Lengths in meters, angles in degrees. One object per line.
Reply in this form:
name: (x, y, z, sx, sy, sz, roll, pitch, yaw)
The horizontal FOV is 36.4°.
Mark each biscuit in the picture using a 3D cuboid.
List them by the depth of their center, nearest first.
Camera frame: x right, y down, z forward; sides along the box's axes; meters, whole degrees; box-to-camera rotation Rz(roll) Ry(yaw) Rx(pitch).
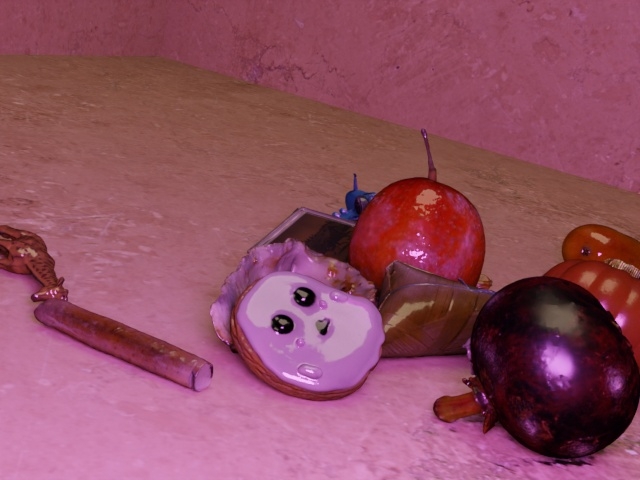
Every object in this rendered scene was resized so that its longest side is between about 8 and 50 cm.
biscuit: (-0.016, 0.120, 1.290, 0.208, 0.049, 0.181, 24, 50, -3)

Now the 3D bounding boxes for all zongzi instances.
zongzi: (0.184, 0.137, 1.446, 0.228, 0.114, 0.256, 16, 23, 8)

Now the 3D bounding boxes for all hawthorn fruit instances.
hawthorn fruit: (0.174, 0.004, 1.659, 0.235, 0.263, 0.231, 35, 29, 6)

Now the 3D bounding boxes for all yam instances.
yam: (-0.258, 0.130, 1.259, 0.264, 0.046, 0.046, 20, 18, 21)

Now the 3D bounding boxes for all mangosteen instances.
mangosteen: (0.266, 0.174, 1.241, 0.262, 0.235, 0.235, -26, 14, 8)

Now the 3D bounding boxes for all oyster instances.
oyster: (-0.022, 0.089, 1.457, 0.204, 0.110, 0.396, 20, 22, 10)

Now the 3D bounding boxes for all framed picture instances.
framed picture: (0.000, 0.000, 1.866, 0.197, 0.014, 0.252, 16, 26, 16)

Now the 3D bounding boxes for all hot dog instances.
hot dog: (0.262, 0.078, 1.831, 0.122, 0.036, 0.049, 9, 27, 9)

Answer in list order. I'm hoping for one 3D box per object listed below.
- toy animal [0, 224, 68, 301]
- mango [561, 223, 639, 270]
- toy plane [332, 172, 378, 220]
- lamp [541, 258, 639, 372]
toy animal: (-0.449, 0.031, 1.449, 0.276, 0.054, 0.149, 21, 21, 26)
mango: (0.618, 0.035, 2.071, 0.221, 0.120, 0.151, 14, 13, -20)
toy plane: (0.111, -0.064, 2.091, 0.254, 0.105, 0.271, -10, 27, -19)
lamp: (0.427, 0.125, 1.500, 0.223, 0.196, 0.223, 32, -16, 10)
